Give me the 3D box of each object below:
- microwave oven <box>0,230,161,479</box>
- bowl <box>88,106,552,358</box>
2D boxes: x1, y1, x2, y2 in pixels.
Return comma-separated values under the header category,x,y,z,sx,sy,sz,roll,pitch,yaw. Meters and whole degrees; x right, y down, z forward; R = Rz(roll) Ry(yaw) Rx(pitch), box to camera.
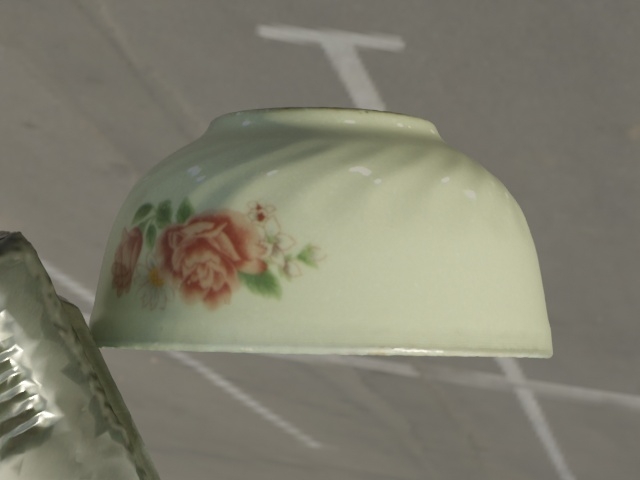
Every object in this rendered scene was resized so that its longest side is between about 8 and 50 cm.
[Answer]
category,x,y,z,sx,sy,sz,roll,pitch,yaw
microwave oven,-0.309,0.150,0.891,0.374,0.236,0.432,-30,-162,-26
bowl,0.000,0.000,0.926,0.277,0.145,0.277,0,178,0
